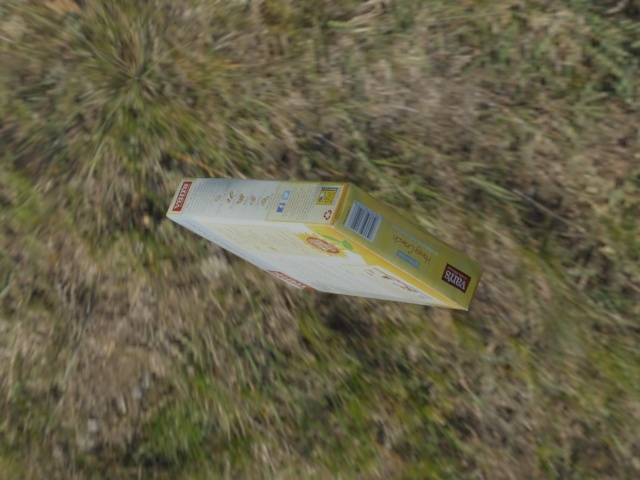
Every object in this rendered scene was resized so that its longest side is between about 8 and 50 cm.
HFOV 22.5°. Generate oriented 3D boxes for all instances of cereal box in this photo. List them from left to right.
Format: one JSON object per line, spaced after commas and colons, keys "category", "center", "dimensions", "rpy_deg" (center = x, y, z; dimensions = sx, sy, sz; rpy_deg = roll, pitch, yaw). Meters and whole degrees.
{"category": "cereal box", "center": [0.000, 0.000, 1.404], "dimensions": [0.173, 0.240, 0.047], "rpy_deg": [30, 75, -37]}
